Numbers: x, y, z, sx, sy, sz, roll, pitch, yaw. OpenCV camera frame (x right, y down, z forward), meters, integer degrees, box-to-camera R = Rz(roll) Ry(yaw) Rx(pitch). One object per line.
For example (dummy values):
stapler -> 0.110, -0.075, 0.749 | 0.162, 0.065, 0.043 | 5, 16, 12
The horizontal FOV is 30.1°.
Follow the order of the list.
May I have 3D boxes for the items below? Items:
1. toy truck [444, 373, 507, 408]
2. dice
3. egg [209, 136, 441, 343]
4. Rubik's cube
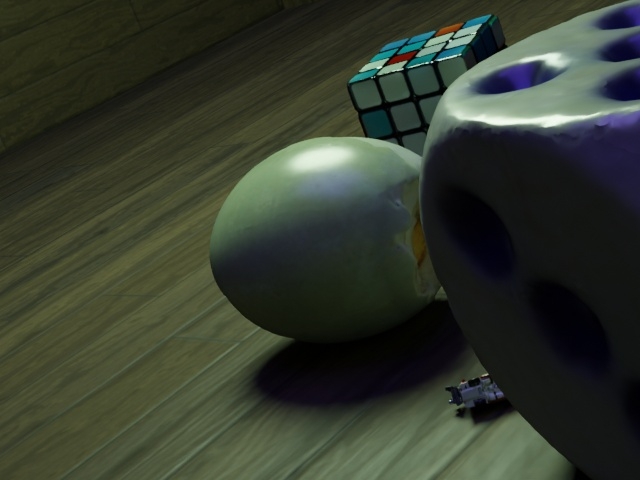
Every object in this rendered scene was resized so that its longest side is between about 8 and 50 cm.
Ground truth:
toy truck -> 0.132, 0.104, 0.865 | 0.083, 0.024, 0.032 | -17, -4, 8
dice -> 0.227, -0.003, 0.688 | 0.243, 0.259, 0.251 | -31, 20, -22
egg -> 0.000, 0.000, 1.058 | 0.217, 0.183, 0.183 | -3, 24, 23
Rubik's cube -> 0.145, -0.159, 1.412 | 0.154, 0.155, 0.151 | -12, 20, 29
